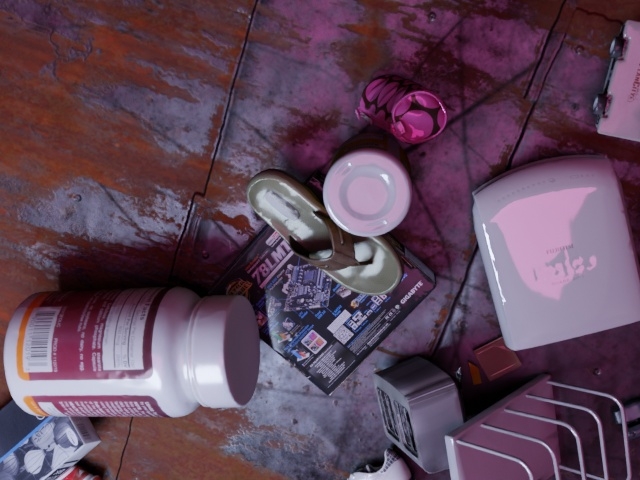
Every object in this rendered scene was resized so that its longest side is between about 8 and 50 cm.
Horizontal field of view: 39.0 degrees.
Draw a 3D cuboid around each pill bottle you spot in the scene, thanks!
[{"bbox_3d":[-0.318,0.192,1.562,0.391,0.224,0.224,-2,105,14],"label":"pill bottle"},{"bbox_3d":[0.080,-0.101,1.466,0.136,0.246,0.137,1,105,4],"label":"pill bottle"}]

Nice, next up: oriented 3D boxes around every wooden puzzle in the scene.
[{"bbox_3d":[0.323,0.215,1.655,0.116,0.014,0.079,-22,107,10],"label":"wooden puzzle"}]

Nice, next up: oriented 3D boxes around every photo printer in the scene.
[{"bbox_3d":[0.405,0.013,1.544,0.255,0.107,0.308,-14,104,8],"label":"photo printer"}]

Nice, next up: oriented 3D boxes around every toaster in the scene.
[{"bbox_3d":[0.183,0.300,1.598,0.110,0.168,0.186,-17,105,-17],"label":"toaster"}]

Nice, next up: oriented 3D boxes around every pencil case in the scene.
[{"bbox_3d":[0.126,-0.209,1.453,0.098,0.209,0.095,-19,107,-7],"label":"pencil case"}]

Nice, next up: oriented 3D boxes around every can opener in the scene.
[{"bbox_3d":[0.629,0.312,1.633,0.186,0.059,0.073,-20,102,10],"label":"can opener"}]

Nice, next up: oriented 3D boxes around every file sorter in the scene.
[{"bbox_3d":[0.376,0.380,1.538,0.173,0.277,0.193,6,112,50],"label":"file sorter"}]

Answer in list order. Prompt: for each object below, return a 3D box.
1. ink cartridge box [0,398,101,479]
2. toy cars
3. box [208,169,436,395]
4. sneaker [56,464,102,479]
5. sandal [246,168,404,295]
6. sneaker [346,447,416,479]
[{"bbox_3d":[-0.583,0.412,1.721,0.332,0.065,0.165,-41,73,14],"label":"ink cartridge box"},{"bbox_3d":[0.559,-0.172,1.497,0.176,0.087,0.394,-28,98,9],"label":"toy cars"},{"bbox_3d":[0.003,0.079,1.611,0.293,0.073,0.295,41,105,-6],"label":"box"},{"bbox_3d":[-0.521,0.521,1.782,0.128,0.087,0.221,31,105,13],"label":"sneaker"},{"bbox_3d":[-0.002,0.000,1.499,0.302,0.086,0.120,33,117,-3],"label":"sandal"},{"bbox_3d":[0.071,0.491,1.721,0.235,0.090,0.095,-37,87,9],"label":"sneaker"}]
